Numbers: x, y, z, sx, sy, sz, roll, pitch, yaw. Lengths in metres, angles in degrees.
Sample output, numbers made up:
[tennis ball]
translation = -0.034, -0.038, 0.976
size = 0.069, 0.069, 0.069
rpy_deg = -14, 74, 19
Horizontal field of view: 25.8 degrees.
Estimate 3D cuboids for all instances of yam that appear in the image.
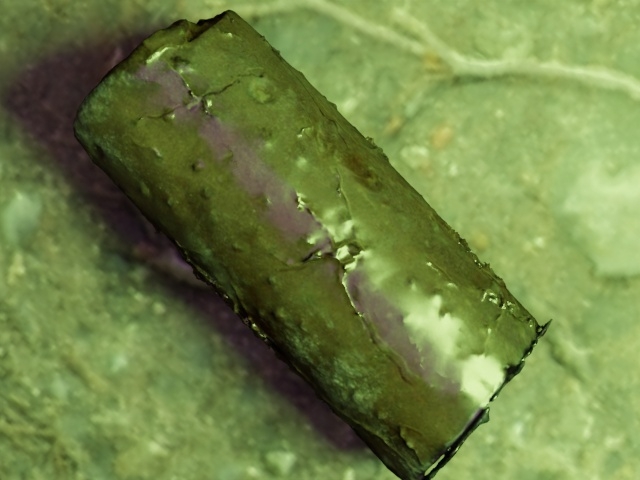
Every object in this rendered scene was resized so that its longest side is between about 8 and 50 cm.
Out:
[yam]
translation = 0.000, 0.000, 0.769
size = 0.131, 0.131, 0.280
rpy_deg = -43, 92, 3
